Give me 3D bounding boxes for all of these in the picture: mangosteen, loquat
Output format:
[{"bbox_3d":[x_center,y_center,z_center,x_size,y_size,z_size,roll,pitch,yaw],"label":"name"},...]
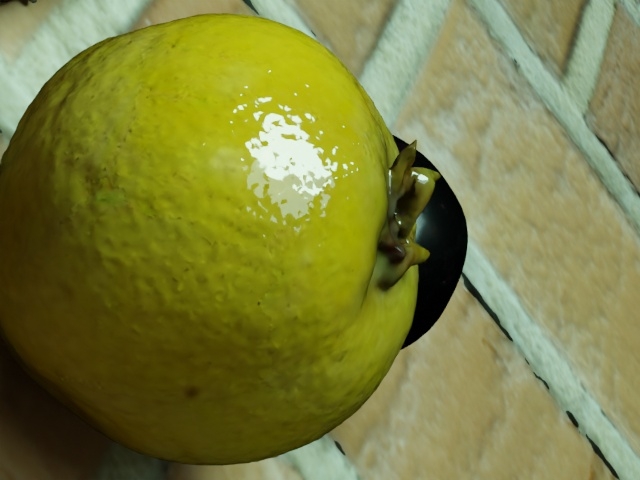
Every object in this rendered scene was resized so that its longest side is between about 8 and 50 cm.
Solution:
[{"bbox_3d":[0.000,0.000,0.950,0.151,0.137,0.137,6,60,-29],"label":"mangosteen"},{"bbox_3d":[-0.049,0.000,0.796,0.208,0.208,0.208,34,42,-37],"label":"loquat"}]

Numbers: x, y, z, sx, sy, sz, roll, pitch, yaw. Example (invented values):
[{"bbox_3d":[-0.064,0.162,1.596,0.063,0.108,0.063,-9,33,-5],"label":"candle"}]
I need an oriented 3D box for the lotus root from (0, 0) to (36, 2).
[{"bbox_3d":[-0.139,-0.238,0.972,0.170,0.074,0.261,13,58,-54],"label":"lotus root"}]
